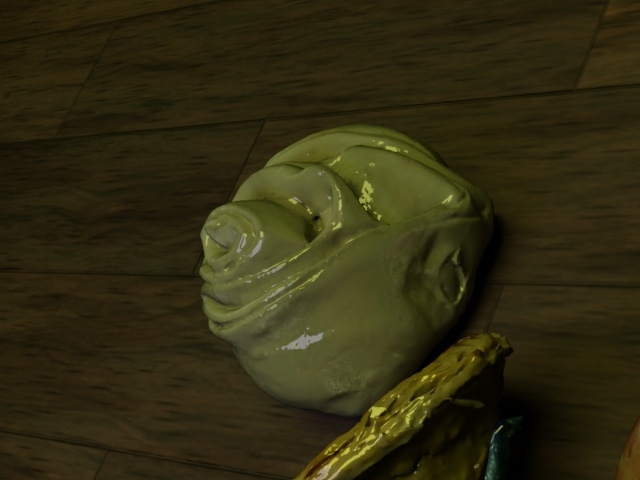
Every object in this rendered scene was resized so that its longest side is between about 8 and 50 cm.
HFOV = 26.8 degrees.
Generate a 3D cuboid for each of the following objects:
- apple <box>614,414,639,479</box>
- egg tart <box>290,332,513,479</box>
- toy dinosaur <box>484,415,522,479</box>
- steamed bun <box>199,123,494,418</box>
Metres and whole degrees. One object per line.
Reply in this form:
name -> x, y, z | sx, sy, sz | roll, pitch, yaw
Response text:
apple -> 0.334, 0.204, 0.946 | 0.254, 0.253, 0.253 | -26, 43, 26
egg tart -> 0.079, 0.204, 1.220 | 0.295, 0.295, 0.116 | -43, 81, 6
toy dinosaur -> 0.105, 0.322, 1.133 | 0.363, 0.147, 0.076 | -57, 36, -1
steamed bun -> 0.005, 0.004, 1.439 | 0.324, 0.219, 0.310 | -49, 38, -2
